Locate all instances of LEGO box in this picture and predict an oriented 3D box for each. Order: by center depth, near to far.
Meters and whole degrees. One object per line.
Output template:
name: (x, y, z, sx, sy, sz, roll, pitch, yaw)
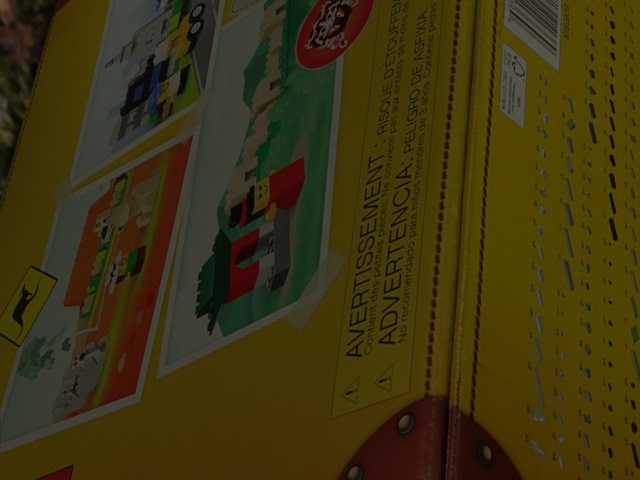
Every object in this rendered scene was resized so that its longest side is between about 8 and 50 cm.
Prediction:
LEGO box: (0.000, 0.000, 0.767, 0.193, 0.372, 0.500, 33, 50, -33)
